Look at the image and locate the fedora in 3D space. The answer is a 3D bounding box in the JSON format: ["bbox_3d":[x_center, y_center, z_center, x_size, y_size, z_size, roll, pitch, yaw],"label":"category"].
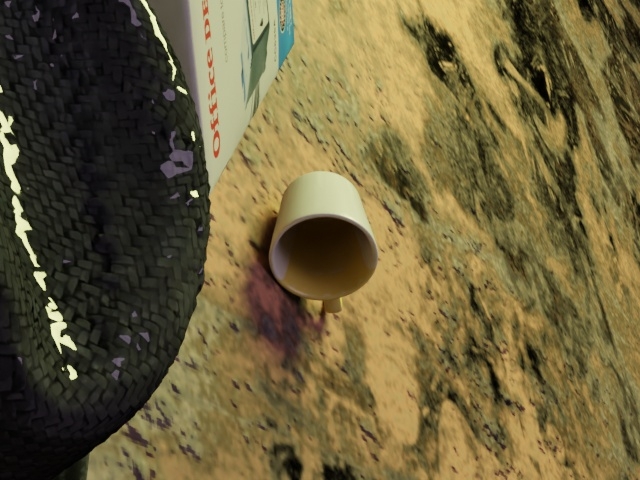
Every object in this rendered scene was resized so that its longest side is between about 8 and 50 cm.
[{"bbox_3d":[-0.134,-0.029,0.436,0.334,0.152,0.334,44,33,-39],"label":"fedora"}]

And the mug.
[{"bbox_3d":[-0.002,-0.003,0.797,0.062,0.078,0.064,18,34,-15],"label":"mug"}]

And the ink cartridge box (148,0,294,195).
[{"bbox_3d":[-0.073,-0.123,0.658,0.190,0.082,0.139,-71,162,-57],"label":"ink cartridge box"}]
